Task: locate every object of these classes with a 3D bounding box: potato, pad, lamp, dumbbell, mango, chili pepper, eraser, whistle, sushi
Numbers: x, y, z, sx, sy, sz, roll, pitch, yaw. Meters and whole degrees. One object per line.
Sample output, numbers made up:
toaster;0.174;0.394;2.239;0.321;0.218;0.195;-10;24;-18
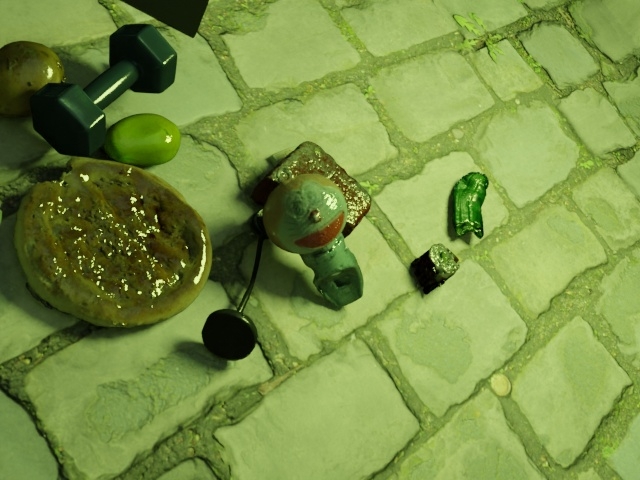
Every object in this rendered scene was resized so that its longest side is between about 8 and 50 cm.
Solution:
potato;-0.588;-0.322;1.537;0.137;0.137;0.176;32;53;-12
pad;-0.421;-0.631;1.905;0.299;0.005;0.202;24;52;-18
lamp;-0.128;0.069;1.592;0.130;0.108;0.371;37;49;-13
dumbbell;-0.430;-0.305;1.561;0.143;0.156;0.316;30;52;8
mango;-0.372;-0.215;1.626;0.163;0.089;0.117;1;61;-31
chili pepper;0.391;-0.089;2.041;0.098;0.061;0.224;20;56;-3
eraser;-0.080;-0.197;1.841;0.083;0.019;0.038;-29;81;-40
whistle;0.000;0.000;1.629;0.189;0.189;0.348;-48;118;-41
sushi;0.274;0.065;1.861;0.098;0.084;0.094;-28;77;-43

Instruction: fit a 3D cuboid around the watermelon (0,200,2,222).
watermelon;-0.674;-0.044;1.258;0.310;0.231;0.193;26;69;-34

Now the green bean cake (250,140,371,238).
green bean cake;-0.014;-0.097;1.768;0.232;0.097;0.198;41;51;-5

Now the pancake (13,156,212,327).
pancake;-0.399;-0.003;1.494;0.382;0.071;0.382;16;56;-24
